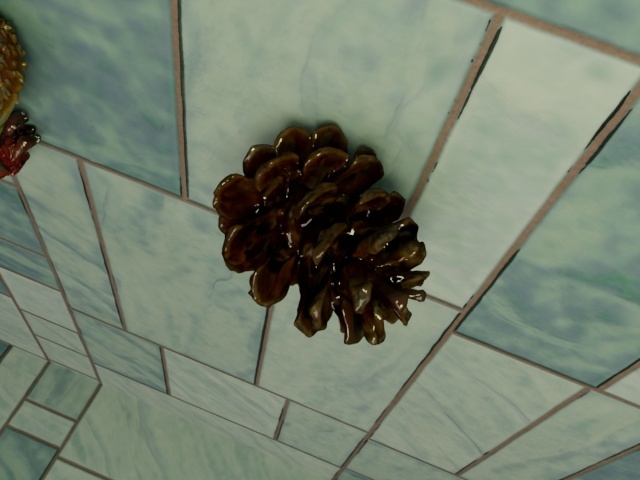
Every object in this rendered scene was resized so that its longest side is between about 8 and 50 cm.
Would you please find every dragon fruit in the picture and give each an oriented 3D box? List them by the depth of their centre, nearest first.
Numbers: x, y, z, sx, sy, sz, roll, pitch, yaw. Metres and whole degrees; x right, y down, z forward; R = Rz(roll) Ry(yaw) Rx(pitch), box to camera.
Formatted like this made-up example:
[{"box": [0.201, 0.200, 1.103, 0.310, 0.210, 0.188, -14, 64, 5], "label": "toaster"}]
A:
[{"box": [-0.539, -0.163, 0.983, 0.121, 0.130, 0.142, 54, 150, 15], "label": "dragon fruit"}]

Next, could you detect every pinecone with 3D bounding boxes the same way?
[{"box": [0.000, 0.000, 0.738, 0.309, 0.244, 0.244, 49, 166, 43], "label": "pinecone"}]

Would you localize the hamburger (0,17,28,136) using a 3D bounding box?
[{"box": [-0.538, -0.218, 0.774, 0.291, 0.291, 0.225, 36, 143, -16], "label": "hamburger"}]
